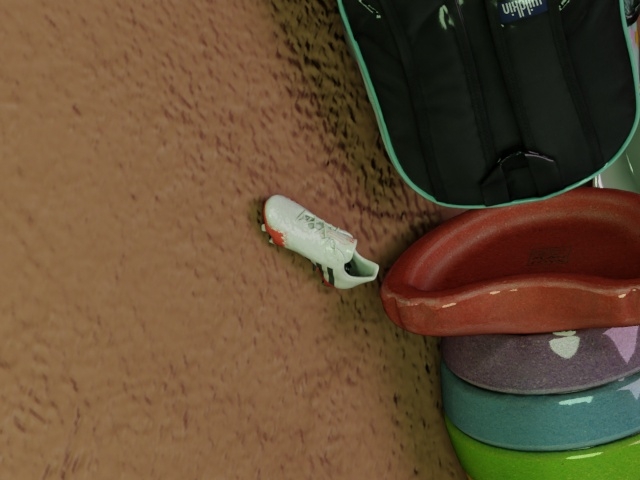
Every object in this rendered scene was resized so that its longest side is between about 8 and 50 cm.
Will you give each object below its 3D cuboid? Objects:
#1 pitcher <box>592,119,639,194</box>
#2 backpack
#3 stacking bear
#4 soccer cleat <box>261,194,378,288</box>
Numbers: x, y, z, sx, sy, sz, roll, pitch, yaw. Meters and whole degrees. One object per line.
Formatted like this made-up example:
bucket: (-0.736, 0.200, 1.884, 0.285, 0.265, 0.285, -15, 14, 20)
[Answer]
pitcher: (0.273, -0.047, 1.213, 0.207, 0.125, 0.177, -20, 130, -50)
backpack: (0.099, -0.120, 0.940, 0.144, 0.166, 0.188, -90, 164, -66)
stacking bear: (0.155, 0.129, 0.991, 0.164, 0.175, 0.289, -58, 140, -62)
soccer cleat: (0.000, 0.000, 0.898, 0.083, 0.035, 0.029, 45, 51, -40)
